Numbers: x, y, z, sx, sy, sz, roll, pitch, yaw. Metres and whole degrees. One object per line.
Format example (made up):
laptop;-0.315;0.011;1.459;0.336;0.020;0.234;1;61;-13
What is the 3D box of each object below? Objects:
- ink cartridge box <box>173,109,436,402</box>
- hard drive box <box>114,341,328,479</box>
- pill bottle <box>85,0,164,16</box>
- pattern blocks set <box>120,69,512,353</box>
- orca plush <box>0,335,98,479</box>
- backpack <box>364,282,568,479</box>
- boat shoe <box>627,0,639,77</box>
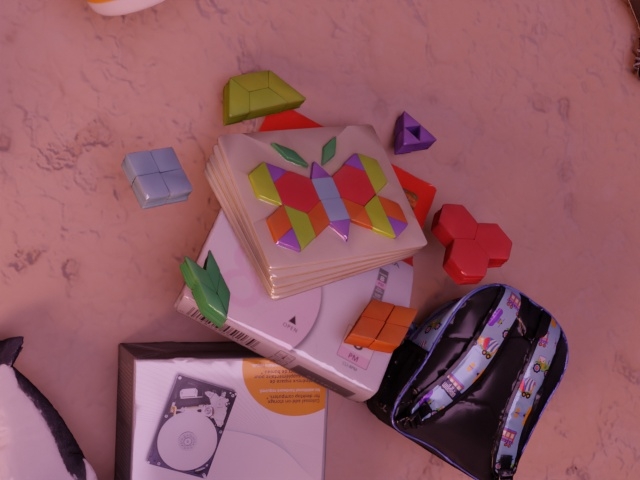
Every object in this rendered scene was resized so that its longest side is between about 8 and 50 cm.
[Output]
ink cartridge box;0.000;0.000;0.995;0.189;0.066;0.232;28;70;-11
hard drive box;-0.092;0.212;1.013;0.181;0.089;0.232;0;95;-20
pill bottle;-0.184;-0.326;0.866;0.152;0.152;0.272;-39;123;-13
pattern blocks set;0.002;-0.033;0.981;0.324;0.026;0.285;-26;74;-39
orca plush;-0.250;0.234;0.945;0.151;0.102;0.287;-30;80;-26
backpack;0.145;0.127;1.078;0.158;0.117;0.173;33;83;-19
boat shoe;0.365;-0.191;1.159;0.066;0.066;0.183;-42;107;-11
